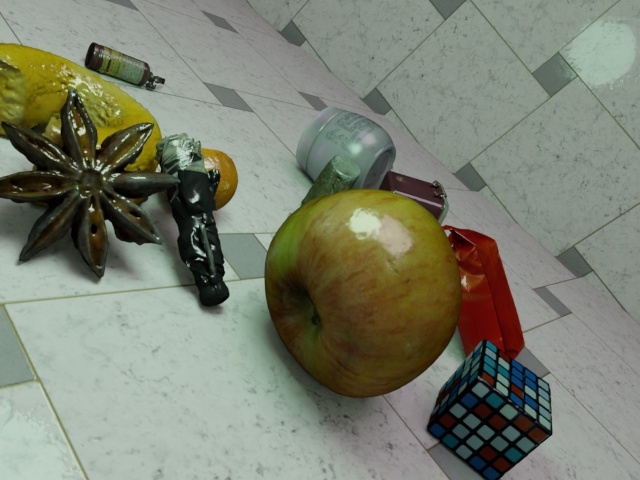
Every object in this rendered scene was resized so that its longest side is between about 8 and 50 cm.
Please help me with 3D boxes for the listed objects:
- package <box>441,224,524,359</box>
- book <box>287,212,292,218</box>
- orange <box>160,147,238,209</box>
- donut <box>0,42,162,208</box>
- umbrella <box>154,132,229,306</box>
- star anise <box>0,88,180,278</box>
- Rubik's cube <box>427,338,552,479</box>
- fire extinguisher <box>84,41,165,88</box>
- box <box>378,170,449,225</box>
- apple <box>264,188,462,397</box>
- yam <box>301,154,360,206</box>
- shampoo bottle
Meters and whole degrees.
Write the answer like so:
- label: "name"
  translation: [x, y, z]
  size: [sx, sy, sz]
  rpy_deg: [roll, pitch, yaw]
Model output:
- label: "package"
  translation: [0.430, 0.150, 1.578]
  size: [0.196, 0.123, 0.423]
  rpy_deg: [-10, 83, -60]
- label: "book"
  translation: [0.000, 0.000, 1.623]
  size: [0.199, 0.016, 0.138]
  rpy_deg: [25, 28, -22]
- label: "orange"
  translation: [-0.280, -0.143, 1.359]
  size: [0.178, 0.155, 0.177]
  rpy_deg: [0, -4, 0]
- label: "donut"
  translation: [-0.523, -0.254, 1.251]
  size: [0.435, 0.163, 0.378]
  rpy_deg: [41, 26, 12]
- label: "umbrella"
  translation: [-0.242, -0.046, 1.176]
  size: [0.113, 0.106, 0.357]
  rpy_deg: [-1, 69, -47]
- label: "star anise"
  translation: [-0.413, -0.094, 1.036]
  size: [0.332, 0.331, 0.118]
  rpy_deg: [24, -11, -22]
- label: "Rubik's cube"
  translation: [0.362, 0.360, 1.255]
  size: [0.184, 0.187, 0.182]
  rpy_deg: [36, 26, 6]
- label: "fire extinguisher"
  translation: [-0.564, -0.515, 1.750]
  size: [0.252, 0.075, 0.106]
  rpy_deg: [12, 34, -39]
- label: "box"
  translation: [0.223, -0.046, 1.682]
  size: [0.168, 0.293, 0.193]
  rpy_deg: [18, 28, -11]
- label: "apple"
  translation: [0.087, 0.086, 1.136]
  size: [0.334, 0.400, 0.400]
  rpy_deg: [-21, 58, -35]
- label: "yam"
  translation: [0.031, -0.150, 1.714]
  size: [0.107, 0.194, 0.107]
  rpy_deg: [29, 23, -14]
- label: "shampoo bottle"
  translation: [0.082, -0.278, 1.905]
  size: [0.266, 0.272, 0.273]
  rpy_deg: [35, 24, 21]
